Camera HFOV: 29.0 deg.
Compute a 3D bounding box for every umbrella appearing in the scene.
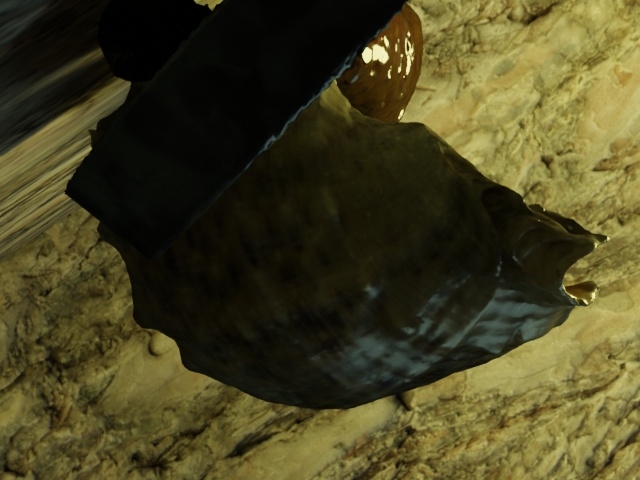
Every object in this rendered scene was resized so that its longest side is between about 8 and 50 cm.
[{"bbox_3d":[-0.060,-0.080,0.479,0.036,0.031,0.133,-32,-173,4],"label":"umbrella"}]

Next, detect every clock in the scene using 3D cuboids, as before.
[{"bbox_3d":[-0.005,-0.081,0.457,0.215,0.042,0.215,-46,-174,6],"label":"clock"}]

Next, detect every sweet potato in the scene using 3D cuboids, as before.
[{"bbox_3d":[0.013,-0.127,0.908,0.131,0.131,0.337,-32,-175,13],"label":"sweet potato"}]

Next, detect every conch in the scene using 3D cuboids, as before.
[{"bbox_3d":[-0.013,0.009,0.629,0.291,0.210,0.159,26,-123,35],"label":"conch"}]
